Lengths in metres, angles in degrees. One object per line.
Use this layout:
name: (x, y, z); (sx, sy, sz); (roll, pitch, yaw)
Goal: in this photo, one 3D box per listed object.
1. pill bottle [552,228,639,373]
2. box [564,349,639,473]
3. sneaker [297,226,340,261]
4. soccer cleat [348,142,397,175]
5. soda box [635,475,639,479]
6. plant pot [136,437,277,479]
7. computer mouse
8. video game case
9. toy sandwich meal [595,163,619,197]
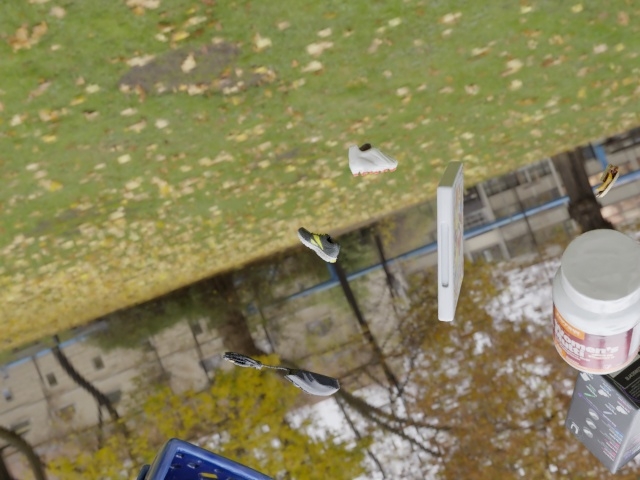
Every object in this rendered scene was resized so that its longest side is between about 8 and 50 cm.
pill bottle: (0.364, 0.082, 1.135); (0.121, 0.121, 0.221); (-21, 148, 3)
box: (0.594, 0.302, 1.688); (0.165, 0.143, 0.270); (-30, 144, -18)
sneaker: (0.000, 0.000, 1.379); (0.035, 0.083, 0.031); (-58, 155, 15)
soccer cleat: (0.129, -0.199, 2.095); (0.068, 0.076, 0.196); (-9, -178, 31)
soda box: (0.676, 0.613, 1.898); (0.263, 0.083, 0.092); (-49, 176, 10)
plant pot: (-0.232, 0.507, 1.519); (0.212, 0.236, 0.236); (-39, -152, 53)
computer mouse: (-0.075, 0.260, 1.679); (0.242, 0.041, 0.071); (17, 167, -14)
video game case: (0.207, -0.006, 1.380); (0.026, 0.206, 0.227); (1, -165, 13)
toy sandwich meal: (0.652, -0.137, 1.994); (0.085, 0.029, 0.085); (-54, 175, -7)
